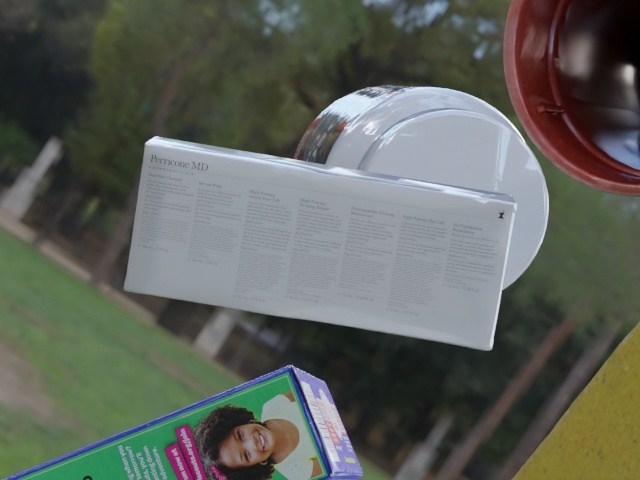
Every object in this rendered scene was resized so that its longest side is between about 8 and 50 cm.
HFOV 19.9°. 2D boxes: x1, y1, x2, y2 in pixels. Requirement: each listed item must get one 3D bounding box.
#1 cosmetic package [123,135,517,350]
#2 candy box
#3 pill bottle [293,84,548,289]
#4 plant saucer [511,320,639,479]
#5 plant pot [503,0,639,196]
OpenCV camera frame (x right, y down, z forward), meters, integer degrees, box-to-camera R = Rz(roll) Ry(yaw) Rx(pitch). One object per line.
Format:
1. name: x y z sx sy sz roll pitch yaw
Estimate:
1. cosmetic package: 0.000 0.000 1.177 0.239 0.099 0.060 10 10 1
2. candy box: -0.135 0.238 1.787 0.268 0.317 0.122 50 17 -80
3. pill bottle: 0.093 -0.045 1.756 0.210 0.210 0.363 33 0 -10
4. plant saucer: 0.246 0.133 0.641 0.332 0.333 0.081 29 33 -5
5. plant pot: 0.351 -0.173 1.731 0.272 0.272 0.265 32 15 26
